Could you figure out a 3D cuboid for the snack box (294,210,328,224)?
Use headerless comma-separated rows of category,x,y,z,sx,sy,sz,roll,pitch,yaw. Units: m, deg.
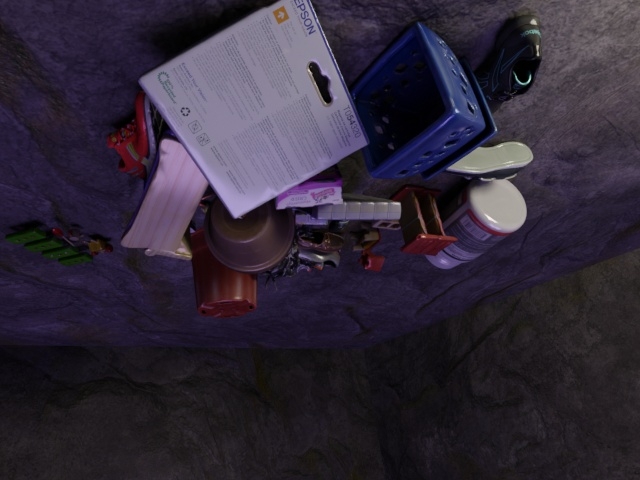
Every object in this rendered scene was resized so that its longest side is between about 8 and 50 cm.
snack box,-0.031,-0.082,1.410,0.100,0.037,0.141,2,-164,-5

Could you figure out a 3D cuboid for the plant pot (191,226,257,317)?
plant pot,-0.334,0.120,1.588,0.273,0.265,0.272,-6,155,-3

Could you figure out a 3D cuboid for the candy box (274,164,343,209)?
candy box,-0.041,-0.163,1.110,0.159,0.233,0.071,-5,123,-5

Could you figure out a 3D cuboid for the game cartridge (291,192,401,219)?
game cartridge,0.051,-0.097,1.262,0.230,0.068,0.355,4,-172,-17

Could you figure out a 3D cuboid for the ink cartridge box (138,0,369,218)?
ink cartridge box,-0.113,-0.250,0.877,0.330,0.071,0.324,-29,123,0

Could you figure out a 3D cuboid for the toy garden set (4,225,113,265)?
toy garden set,-0.818,0.002,1.447,0.204,0.049,0.244,-11,155,11

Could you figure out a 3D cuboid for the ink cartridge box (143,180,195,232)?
ink cartridge box,-0.424,-0.102,1.279,0.046,0.097,0.207,-14,155,9

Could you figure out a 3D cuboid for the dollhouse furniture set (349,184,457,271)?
dollhouse furniture set,0.271,-0.011,1.570,0.152,0.201,0.374,6,151,-28

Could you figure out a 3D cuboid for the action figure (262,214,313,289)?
action figure,-0.131,0.031,1.540,0.164,0.141,0.275,12,117,-36

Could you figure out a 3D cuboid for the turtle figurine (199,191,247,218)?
turtle figurine,-0.247,-0.063,1.420,0.270,0.087,0.217,1,155,-10

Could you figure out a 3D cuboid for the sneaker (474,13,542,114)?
sneaker,0.401,-0.352,0.989,0.101,0.106,0.267,-8,157,-3

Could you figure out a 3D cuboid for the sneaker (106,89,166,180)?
sneaker,-0.417,-0.226,1.013,0.118,0.107,0.279,11,148,-17

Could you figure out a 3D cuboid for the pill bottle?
pill bottle,0.507,-0.049,1.554,0.210,0.210,0.363,0,155,-18

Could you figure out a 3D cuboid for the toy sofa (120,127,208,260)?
toy sofa,-0.333,-0.131,1.056,0.177,0.150,0.362,13,129,-31

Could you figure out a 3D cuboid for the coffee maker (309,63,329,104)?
coffee maker,-0.008,-0.275,1.008,0.178,0.120,0.171,13,147,-40

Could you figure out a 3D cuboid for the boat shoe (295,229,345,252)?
boat shoe,0.000,0.000,1.663,0.207,0.073,0.073,2,156,-21

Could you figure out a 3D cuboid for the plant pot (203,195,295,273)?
plant pot,-0.199,-0.048,1.205,0.263,0.263,0.229,-7,173,-2

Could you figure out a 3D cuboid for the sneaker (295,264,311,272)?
sneaker,-0.031,0.091,1.847,0.161,0.075,0.057,-10,155,6

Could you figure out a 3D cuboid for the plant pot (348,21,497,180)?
plant pot,0.224,-0.271,0.966,0.212,0.235,0.236,5,152,-38

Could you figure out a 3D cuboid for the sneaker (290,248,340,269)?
sneaker,-0.047,0.061,1.743,0.272,0.108,0.100,0,156,-15

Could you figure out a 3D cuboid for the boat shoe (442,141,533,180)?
boat shoe,0.458,-0.214,1.294,0.303,0.114,0.091,-2,149,-12

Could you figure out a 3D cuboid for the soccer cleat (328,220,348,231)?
soccer cleat,0.079,-0.089,1.524,0.072,0.060,0.179,24,135,-35
